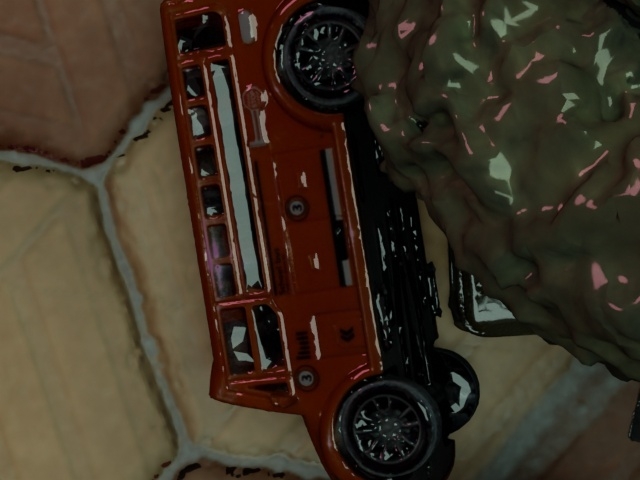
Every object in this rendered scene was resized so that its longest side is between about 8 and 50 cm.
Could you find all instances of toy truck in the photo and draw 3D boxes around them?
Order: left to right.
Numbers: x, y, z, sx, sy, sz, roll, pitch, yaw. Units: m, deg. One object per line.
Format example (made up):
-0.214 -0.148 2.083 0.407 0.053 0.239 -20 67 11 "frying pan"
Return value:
0.000 0.000 0.808 0.114 0.107 0.252 -7 93 17 "toy truck"

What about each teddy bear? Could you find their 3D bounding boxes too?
0.184 -0.044 0.723 0.367 0.357 0.224 18 127 -45 "teddy bear"

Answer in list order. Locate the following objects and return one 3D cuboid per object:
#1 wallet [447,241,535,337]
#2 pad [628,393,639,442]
0.115 -0.052 0.860 0.110 0.031 0.198 -3 92 -6 "wallet"
0.265 0.069 0.896 0.193 0.004 0.116 13 91 -8 "pad"
